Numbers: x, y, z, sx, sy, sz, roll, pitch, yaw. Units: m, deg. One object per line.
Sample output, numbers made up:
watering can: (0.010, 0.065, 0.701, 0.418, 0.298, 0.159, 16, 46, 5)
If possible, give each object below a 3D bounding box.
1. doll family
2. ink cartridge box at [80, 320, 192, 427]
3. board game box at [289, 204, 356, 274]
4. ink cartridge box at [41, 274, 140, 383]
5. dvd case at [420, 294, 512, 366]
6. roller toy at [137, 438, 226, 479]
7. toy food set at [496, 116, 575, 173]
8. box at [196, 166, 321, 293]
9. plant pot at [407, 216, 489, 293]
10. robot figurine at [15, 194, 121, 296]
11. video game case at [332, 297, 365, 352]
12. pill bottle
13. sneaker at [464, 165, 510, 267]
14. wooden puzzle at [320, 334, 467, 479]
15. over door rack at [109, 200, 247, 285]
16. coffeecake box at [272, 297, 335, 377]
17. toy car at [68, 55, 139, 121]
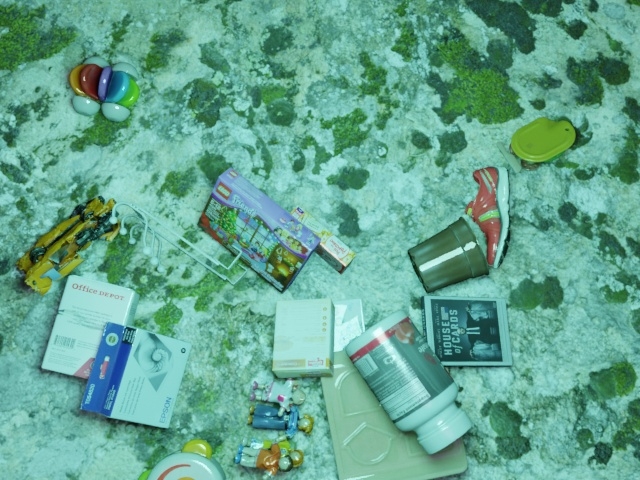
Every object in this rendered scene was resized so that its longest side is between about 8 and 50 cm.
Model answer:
doll family: (-0.103, 0.473, 1.884, 0.163, 0.118, 0.263, 9, 61, 5)
ink cartridge box: (-0.445, 0.329, 1.854, 0.224, 0.045, 0.223, 21, 77, -35)
board game box: (0.000, 0.000, 1.944, 0.193, 0.147, 0.045, 40, 80, 5)
ink cartridge box: (-0.569, 0.223, 1.899, 0.172, 0.100, 0.237, 14, 80, -1)
dvd case: (0.373, 0.232, 1.938, 0.239, 0.029, 0.179, 3, 73, -20)
roller toy: (-0.320, 0.599, 1.817, 0.209, 0.146, 0.191, -34, 83, -9)
toy food set: (0.585, -0.250, 2.065, 0.218, 0.071, 0.128, -27, 58, -9)
box: (-0.160, -0.022, 1.916, 0.293, 0.201, 0.057, 38, 45, 5)
plant pot: (0.322, 0.048, 1.950, 0.165, 0.167, 0.167, -25, 82, 0)
robot figurine: (-0.622, 0.002, 1.911, 0.291, 0.211, 0.085, -41, 124, -11)
video game case: (0.045, 0.234, 1.967, 0.143, 0.019, 0.157, -6, 80, -4)
pill bottle: (0.214, 0.338, 1.802, 0.176, 0.176, 0.318, -33, 80, -8)
sneaker: (0.443, -0.061, 2.016, 0.118, 0.107, 0.279, -1, 76, 16)
wooden puzzle: (0.177, 0.432, 1.908, 0.322, 0.080, 0.347, -9, 76, -7)
over door rack: (-0.351, 0.029, 1.874, 0.324, 0.239, 0.108, 23, 77, 2)
coffeecake box: (-0.040, 0.244, 1.894, 0.142, 0.068, 0.185, -4, 62, 12)
toy car: (-0.571, -0.410, 1.997, 0.182, 0.136, 0.159, 12, 79, 0)
